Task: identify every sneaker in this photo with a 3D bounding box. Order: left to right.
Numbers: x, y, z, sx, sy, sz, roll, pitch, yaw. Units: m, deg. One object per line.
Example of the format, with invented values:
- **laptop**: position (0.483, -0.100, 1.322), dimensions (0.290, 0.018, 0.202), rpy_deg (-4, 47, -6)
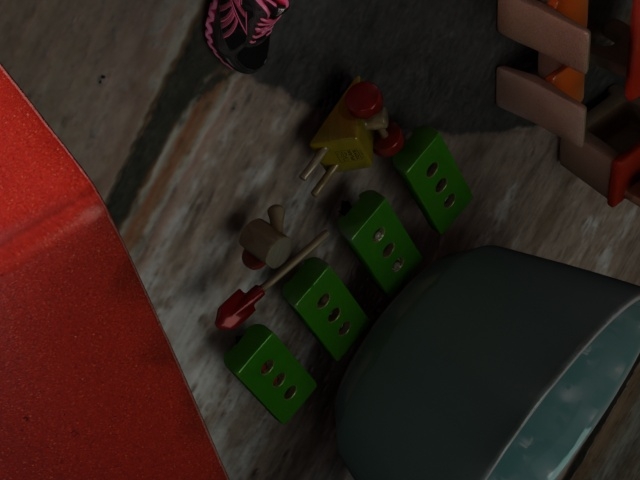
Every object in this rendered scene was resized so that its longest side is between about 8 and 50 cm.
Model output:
- **sneaker**: position (-0.044, -0.155, 1.210), dimensions (0.047, 0.057, 0.119), rpy_deg (-37, 143, -30)

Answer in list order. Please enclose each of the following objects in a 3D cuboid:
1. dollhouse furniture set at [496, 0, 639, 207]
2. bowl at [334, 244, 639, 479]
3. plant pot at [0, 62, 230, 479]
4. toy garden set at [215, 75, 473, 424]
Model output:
- **dollhouse furniture set**: position (0.287, -0.153, 1.558), dimensions (0.262, 0.135, 0.259), rpy_deg (-35, 141, -30)
- **bowl**: position (0.129, 0.126, 1.531), dimensions (0.311, 0.163, 0.311), rpy_deg (-45, 160, -22)
- **plant pot**: position (-0.237, 0.042, 0.968), dimensions (0.236, 0.267, 0.267), rpy_deg (-33, 141, -12)
- **toy garden set**: position (0.000, 0.000, 1.406), dimensions (0.244, 0.049, 0.204), rpy_deg (-50, 148, -9)
